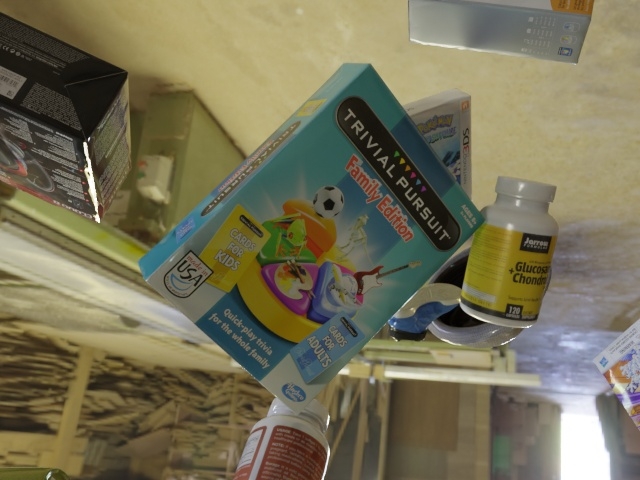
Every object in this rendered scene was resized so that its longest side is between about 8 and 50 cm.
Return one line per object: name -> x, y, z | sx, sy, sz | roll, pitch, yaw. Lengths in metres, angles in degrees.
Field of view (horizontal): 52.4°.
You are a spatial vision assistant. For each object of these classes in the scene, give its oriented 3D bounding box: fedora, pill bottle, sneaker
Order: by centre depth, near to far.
pill bottle -> 0.249, 0.013, 0.846 | 0.103, 0.184, 0.103 | 9, -170, -2
pill bottle -> -0.055, 0.324, 0.903 | 0.121, 0.216, 0.121 | 8, 129, 11
sneaker -> 0.184, 0.131, 1.147 | 0.152, 0.084, 0.058 | -14, -146, -26
fedora -> 0.346, 0.122, 1.310 | 0.276, 0.243, 0.124 | -31, 127, 12

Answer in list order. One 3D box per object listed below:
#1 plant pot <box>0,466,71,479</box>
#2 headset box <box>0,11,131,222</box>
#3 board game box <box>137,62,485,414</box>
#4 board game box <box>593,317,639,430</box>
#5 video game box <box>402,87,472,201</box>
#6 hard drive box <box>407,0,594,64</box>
plant pot -> -0.652, 0.568, 1.295 | 0.294, 0.274, 0.275 | -20, 160, 3
headset box -> -0.371, -0.148, 0.853 | 0.218, 0.110, 0.293 | 24, 156, -5
board game box -> 0.000, 0.000, 0.770 | 0.253, 0.336, 0.079 | 47, 174, -25
board game box -> 0.576, 0.151, 0.886 | 0.078, 0.233, 0.347 | 19, 122, -28
video game box -> 0.128, -0.103, 0.948 | 0.205, 0.187, 0.048 | -22, -147, -17
hard drive box -> 0.253, -0.352, 0.892 | 0.232, 0.181, 0.089 | 11, 156, 14
